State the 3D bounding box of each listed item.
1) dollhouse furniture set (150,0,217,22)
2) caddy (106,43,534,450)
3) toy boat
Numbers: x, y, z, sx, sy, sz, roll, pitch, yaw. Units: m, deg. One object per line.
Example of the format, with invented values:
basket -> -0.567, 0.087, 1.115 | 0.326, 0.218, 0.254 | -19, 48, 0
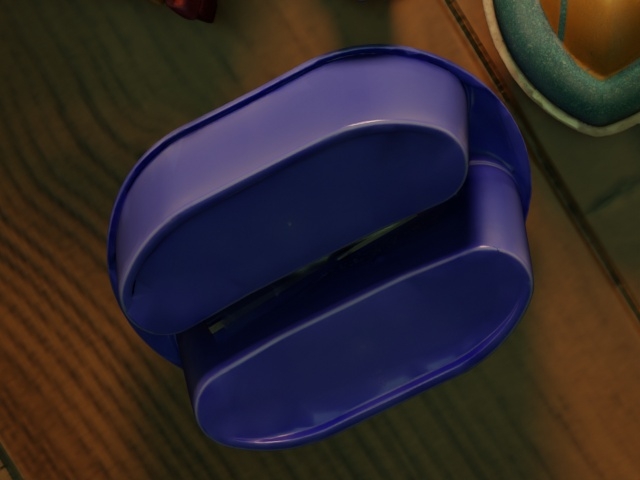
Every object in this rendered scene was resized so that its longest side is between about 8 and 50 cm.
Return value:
dollhouse furniture set -> -0.139, -0.365, 1.303 | 0.201, 0.152, 0.374 | 16, 96, 4
caddy -> 0.000, 0.000, 1.311 | 0.341, 0.179, 0.241 | -26, 113, 8
toy boat -> 0.151, -0.209, 1.292 | 0.318, 0.148, 0.267 | -1, 94, 5
